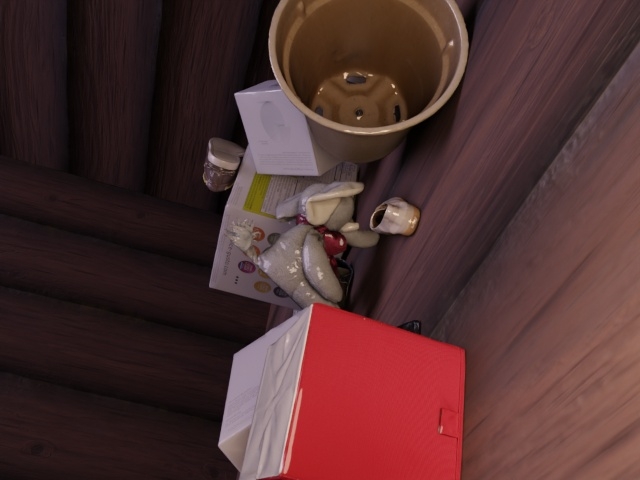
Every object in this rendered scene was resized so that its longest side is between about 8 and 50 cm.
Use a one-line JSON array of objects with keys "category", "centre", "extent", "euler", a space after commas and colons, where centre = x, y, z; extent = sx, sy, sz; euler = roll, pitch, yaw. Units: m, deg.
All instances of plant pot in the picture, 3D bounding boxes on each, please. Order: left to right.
[{"category": "plant pot", "centre": [0.083, -0.302, 1.132], "extent": [0.305, 0.334, 0.333], "euler": [84, -160, -78]}]

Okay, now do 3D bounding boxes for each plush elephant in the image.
[{"category": "plush elephant", "centre": [0.000, 0.000, 1.213], "extent": [0.255, 0.330, 0.272], "euler": [-47, 20, -6]}]

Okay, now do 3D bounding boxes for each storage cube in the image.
[{"category": "storage cube", "centre": [0.034, 0.210, 0.684], "extent": [0.183, 0.193, 0.214], "euler": [130, 156, -57]}]

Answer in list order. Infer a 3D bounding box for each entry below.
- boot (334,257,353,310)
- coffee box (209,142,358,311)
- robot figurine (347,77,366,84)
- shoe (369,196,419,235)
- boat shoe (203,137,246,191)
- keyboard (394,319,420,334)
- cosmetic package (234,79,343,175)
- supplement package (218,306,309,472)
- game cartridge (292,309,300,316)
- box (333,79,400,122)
[{"category": "boot", "centre": [0.031, 0.111, 1.404], "extent": [0.219, 0.082, 0.106], "euler": [-103, 27, -79]}, {"category": "coffee box", "centre": [-0.102, -0.045, 1.727], "extent": [0.338, 0.335, 0.337], "euler": [-80, 8, -46]}, {"category": "robot figurine", "centre": [0.097, -0.533, 1.634], "extent": [0.300, 0.200, 0.353], "euler": [0, 56, 47]}, {"category": "shoe", "centre": [0.127, -0.049, 1.101], "extent": [0.219, 0.059, 0.076], "euler": [-157, 82, -82]}, {"category": "boat shoe", "centre": [-0.283, -0.225, 1.723], "extent": [0.324, 0.117, 0.096], "euler": [-105, 34, -69]}, {"category": "keyboard", "centre": [0.111, 0.214, 0.847], "extent": [0.100, 0.038, 0.191], "euler": [-28, 40, 47]}, {"category": "cosmetic package", "centre": [-0.071, -0.293, 1.517], "extent": [0.138, 0.224, 0.224], "euler": [-36, -57, -42]}, {"category": "supplement package", "centre": [-0.036, 0.271, 0.982], "extent": [0.178, 0.175, 0.293], "euler": [-34, 15, 6]}, {"category": "game cartridge", "centre": [-0.045, 0.210, 1.886], "extent": [0.297, 0.062, 0.198], "euler": [-84, 8, -52]}, {"category": "box", "centre": [0.101, -0.278, 1.375], "extent": [0.156, 0.159, 0.093], "euler": [133, 153, -76]}]
